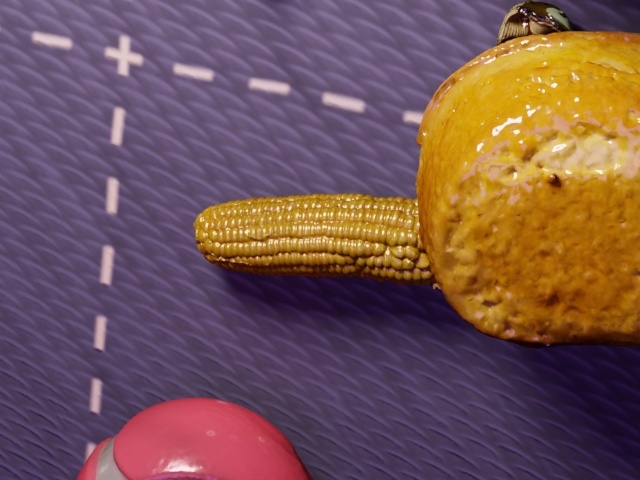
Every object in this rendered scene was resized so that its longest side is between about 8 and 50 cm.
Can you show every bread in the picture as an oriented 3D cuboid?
[{"bbox_3d":[0.276,-0.035,1.635,0.358,0.204,0.336,-2,124,4],"label":"bread"}]

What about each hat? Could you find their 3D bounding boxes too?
[{"bbox_3d":[0.230,-0.216,1.686,0.077,0.059,0.076,27,130,12],"label":"hat"}]

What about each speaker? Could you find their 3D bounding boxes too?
[{"bbox_3d":[-0.138,0.321,1.866,0.294,0.294,0.294,5,110,15],"label":"speaker"}]

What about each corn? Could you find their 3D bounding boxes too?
[{"bbox_3d":[0.000,-0.004,1.803,0.313,0.102,0.101,1,109,15],"label":"corn"}]
